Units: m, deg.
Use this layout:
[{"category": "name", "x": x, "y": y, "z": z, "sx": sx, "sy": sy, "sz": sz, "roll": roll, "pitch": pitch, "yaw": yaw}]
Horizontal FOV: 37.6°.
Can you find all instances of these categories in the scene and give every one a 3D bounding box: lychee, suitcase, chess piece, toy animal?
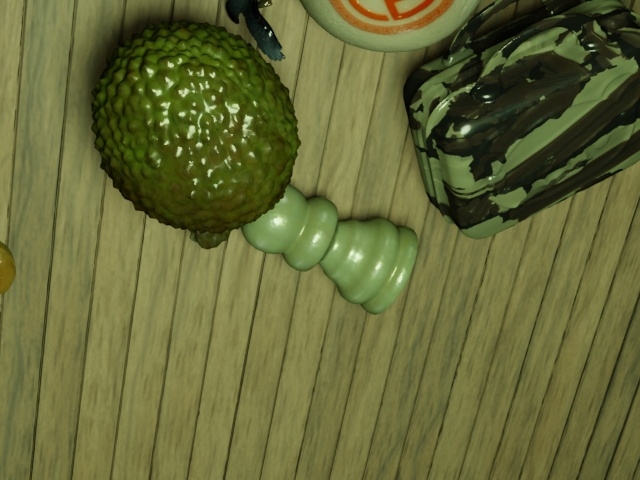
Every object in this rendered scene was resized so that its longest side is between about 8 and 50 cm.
[{"category": "lychee", "x": -0.156, "y": -0.136, "z": 1.209, "sx": 0.270, "sy": 0.270, "sz": 0.320, "roll": -47, "pitch": 152, "yaw": 7}, {"category": "suitcase", "x": 0.291, "y": -0.202, "z": 1.318, "sx": 0.351, "sy": 0.194, "sz": 0.339, "roll": -27, "pitch": 140, "yaw": -4}, {"category": "chess piece", "x": 0.000, "y": 0.000, "z": 1.387, "sx": 0.251, "sy": 0.144, "sz": 0.144, "roll": 24, "pitch": 105, "yaw": -18}, {"category": "toy animal", "x": -0.099, "y": -0.324, "z": 1.228, "sx": 0.062, "sy": 0.108, "sz": 0.220, "roll": -27, "pitch": 86, "yaw": -2}]

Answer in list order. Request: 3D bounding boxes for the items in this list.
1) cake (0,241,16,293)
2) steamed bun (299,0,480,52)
[{"category": "cake", "x": -0.469, "y": 0.038, "z": 1.314, "sx": 0.084, "sy": 0.044, "sz": 0.084, "roll": -7, "pitch": 117, "yaw": -13}, {"category": "steamed bun", "x": 0.089, "y": -0.367, "z": 1.183, "sx": 0.283, "sy": 0.177, "sz": 0.283, "roll": 1, "pitch": 122, "yaw": 2}]
